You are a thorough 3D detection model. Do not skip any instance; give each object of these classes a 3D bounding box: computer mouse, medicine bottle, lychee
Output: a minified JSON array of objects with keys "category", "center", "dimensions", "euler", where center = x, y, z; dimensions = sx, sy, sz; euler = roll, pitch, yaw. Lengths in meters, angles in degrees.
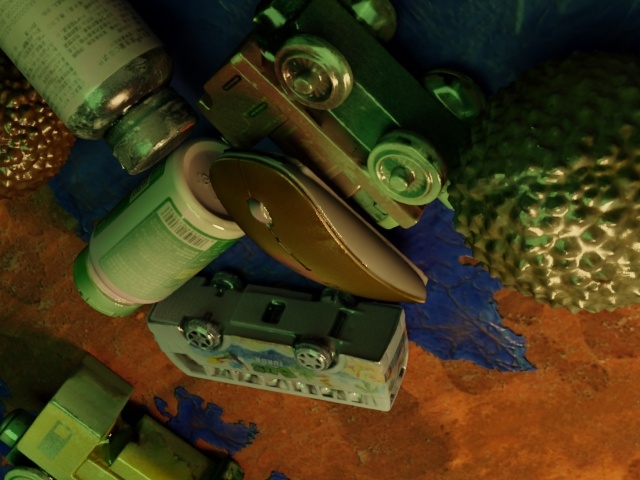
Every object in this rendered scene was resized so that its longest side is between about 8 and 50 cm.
[{"category":"computer mouse","center":[0.000,0.000,1.282],"dimensions":[0.158,0.071,0.310],"euler":[10,158,43]},{"category":"medicine bottle","center":[-0.197,-0.007,1.423],"dimensions":[0.133,0.133,0.274],"euler":[45,130,-11]},{"category":"lychee","center":[0.253,-0.054,1.093],"dimensions":[0.255,0.274,0.255],"euler":[2,94,33]},{"category":"lychee","center":[-0.384,-0.143,1.376],"dimensions":[0.200,0.238,0.200],"euler":[-7,112,-17]},{"category":"medicine bottle","center":[-0.261,-0.213,1.260],"dimensions":[0.293,0.141,0.141],"euler":[51,131,0]}]

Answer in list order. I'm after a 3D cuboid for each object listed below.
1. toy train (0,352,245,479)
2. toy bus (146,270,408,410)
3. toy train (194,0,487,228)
[{"category":"toy train","center":[-0.299,0.361,1.745],"dimensions":[0.397,0.160,0.253],"euler":[38,125,-5]},{"category":"toy bus","center":[-0.053,0.129,1.480],"dimensions":[0.330,0.109,0.136],"euler":[8,138,22]},{"category":"toy train","center":[0.028,-0.129,1.225],"dimensions":[0.304,0.150,0.221],"euler":[43,142,-11]}]
